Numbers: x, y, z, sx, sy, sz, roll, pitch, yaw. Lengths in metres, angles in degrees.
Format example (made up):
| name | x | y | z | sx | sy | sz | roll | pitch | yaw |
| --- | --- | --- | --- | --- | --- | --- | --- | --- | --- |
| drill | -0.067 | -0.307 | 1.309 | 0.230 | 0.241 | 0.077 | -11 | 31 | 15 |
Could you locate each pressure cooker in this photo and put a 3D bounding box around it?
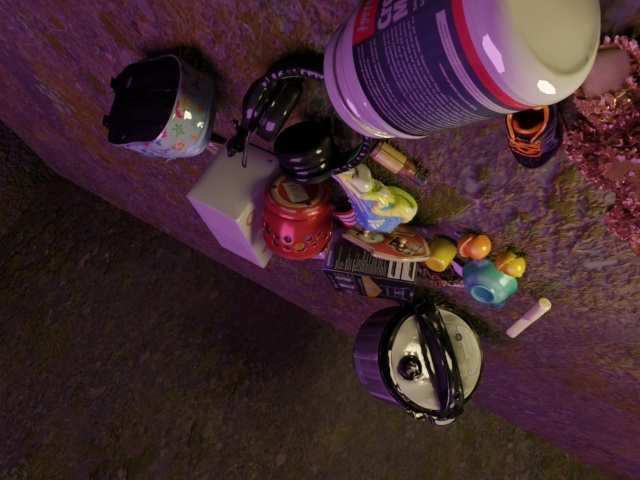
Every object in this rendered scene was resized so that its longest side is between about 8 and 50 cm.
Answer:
| name | x | y | z | sx | sy | sz | roll | pitch | yaw |
| --- | --- | --- | --- | --- | --- | --- | --- | --- | --- |
| pressure cooker | 0.334 | 0.399 | 1.648 | 0.370 | 0.375 | 0.420 | 35 | 162 | -6 |

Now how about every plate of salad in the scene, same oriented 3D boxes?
| name | x | y | z | sx | sy | sz | roll | pitch | yaw |
| --- | --- | --- | --- | --- | --- | --- | --- | --- | --- |
| plate of salad | 0.320 | 0.085 | 1.353 | 0.200 | 0.048 | 0.200 | 26 | 161 | 10 |

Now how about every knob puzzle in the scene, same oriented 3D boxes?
| name | x | y | z | sx | sy | sz | roll | pitch | yaw |
| --- | --- | --- | --- | --- | --- | --- | --- | --- | --- |
| knob puzzle | 0.176 | -0.009 | 1.164 | 0.213 | 0.213 | 0.029 | 24 | 124 | 17 |

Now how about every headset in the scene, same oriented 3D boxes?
| name | x | y | z | sx | sy | sz | roll | pitch | yaw |
| --- | --- | --- | --- | --- | --- | --- | --- | --- | --- |
| headset | -0.056 | -0.243 | 0.990 | 0.394 | 0.185 | 0.243 | -10 | 133 | 41 |

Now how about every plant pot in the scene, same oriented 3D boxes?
| name | x | y | z | sx | sy | sz | roll | pitch | yaw |
| --- | --- | --- | --- | --- | --- | --- | --- | --- | --- |
| plant pot | -0.057 | -0.073 | 1.274 | 0.191 | 0.191 | 0.174 | 25 | 141 | 15 |

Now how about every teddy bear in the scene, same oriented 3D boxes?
| name | x | y | z | sx | sy | sz | roll | pitch | yaw |
| --- | --- | --- | --- | --- | --- | --- | --- | --- | --- |
| teddy bear | 0.428 | -0.114 | 0.602 | 0.338 | 0.113 | 0.245 | 45 | 151 | -19 |

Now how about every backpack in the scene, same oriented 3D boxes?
| name | x | y | z | sx | sy | sz | roll | pitch | yaw |
| --- | --- | --- | --- | --- | --- | --- | --- | --- | --- |
| backpack | -0.346 | -0.295 | 1.102 | 0.254 | 0.225 | 0.191 | 5 | 172 | 44 |

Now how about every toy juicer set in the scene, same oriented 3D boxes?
| name | x | y | z | sx | sy | sz | roll | pitch | yaw |
| --- | --- | --- | --- | --- | --- | --- | --- | --- | --- |
| toy juicer set | 0.427 | 0.089 | 1.160 | 0.329 | 0.089 | 0.209 | 41 | 148 | -6 |

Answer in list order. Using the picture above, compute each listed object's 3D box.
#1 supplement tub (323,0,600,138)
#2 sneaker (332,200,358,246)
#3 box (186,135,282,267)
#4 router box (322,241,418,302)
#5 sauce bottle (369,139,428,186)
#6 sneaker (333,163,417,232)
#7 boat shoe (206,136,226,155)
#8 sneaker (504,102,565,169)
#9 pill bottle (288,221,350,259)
| name | x | y | z | sx | sy | sz | roll | pitch | yaw |
| --- | --- | --- | --- | --- | --- | --- | --- | --- | --- |
| supplement tub | 0.146 | -0.225 | 0.563 | 0.191 | 0.191 | 0.272 | 40 | 159 | -26 |
| sneaker | 0.095 | -0.050 | 1.343 | 0.128 | 0.087 | 0.221 | 53 | 170 | 4 |
| box | -0.210 | -0.098 | 1.413 | 0.168 | 0.214 | 0.345 | 26 | 161 | 15 |
| router box | 0.150 | 0.099 | 1.387 | 0.243 | 0.080 | 0.309 | 8 | 165 | 11 |
| sauce bottle | 0.158 | -0.152 | 0.980 | 0.128 | 0.042 | 0.042 | 35 | 161 | -9 |
| sneaker | 0.092 | -0.091 | 1.097 | 0.240 | 0.091 | 0.126 | 31 | 125 | -7 |
| boat shoe | -0.319 | -0.285 | 1.367 | 0.153 | 0.048 | 0.056 | 31 | -153 | 8 |
| sneaker | 0.293 | -0.162 | 0.683 | 0.084 | 0.083 | 0.215 | 17 | 159 | 30 |
| pill bottle | 0.000 | 0.000 | 1.509 | 0.117 | 0.117 | 0.215 | 41 | 159 | -30 |
